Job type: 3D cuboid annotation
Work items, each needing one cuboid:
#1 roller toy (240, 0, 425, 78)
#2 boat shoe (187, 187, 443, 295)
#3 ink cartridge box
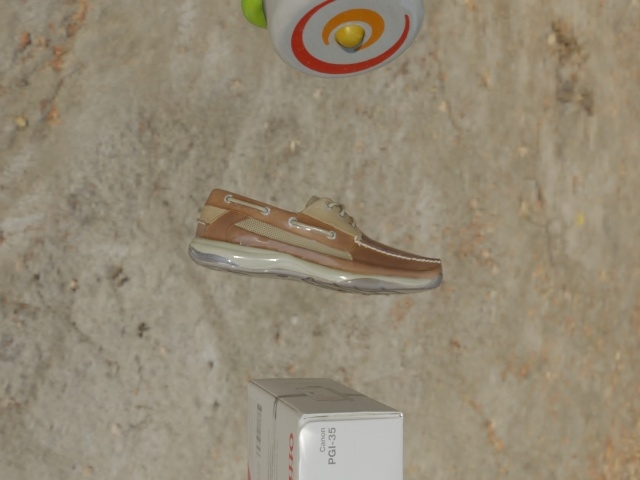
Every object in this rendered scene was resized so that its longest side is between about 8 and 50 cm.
[{"bbox_3d":[0.026,-0.294,1.146,0.191,0.209,0.146,6,58,-30],"label":"roller toy"},{"bbox_3d":[0.000,0.000,1.204,0.123,0.324,0.116,137,-38,-81],"label":"boat shoe"},{"bbox_3d":[-0.004,0.276,1.090,0.117,0.283,0.207,1,89,-15],"label":"ink cartridge box"}]
